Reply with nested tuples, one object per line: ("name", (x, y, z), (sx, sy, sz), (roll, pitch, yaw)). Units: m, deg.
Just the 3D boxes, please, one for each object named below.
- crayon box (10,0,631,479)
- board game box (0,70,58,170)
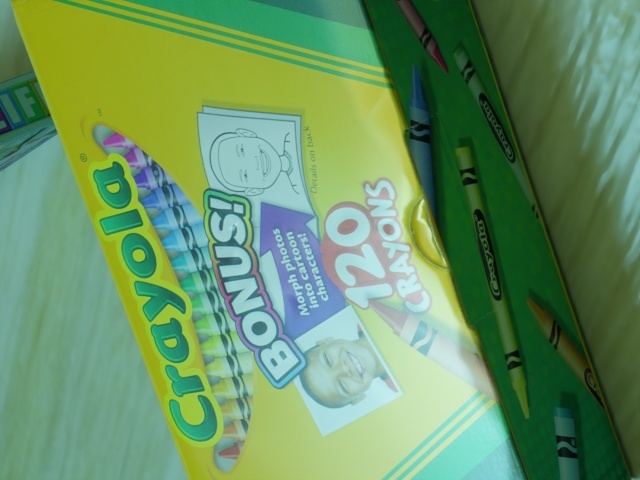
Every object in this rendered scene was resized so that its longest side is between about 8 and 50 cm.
("crayon box", (0.000, 0.000, 0.709), (0.165, 0.081, 0.278), (-14, 100, 36))
("board game box", (-0.185, -0.032, 0.806), (0.154, 0.103, 0.026), (-27, 92, 37))
